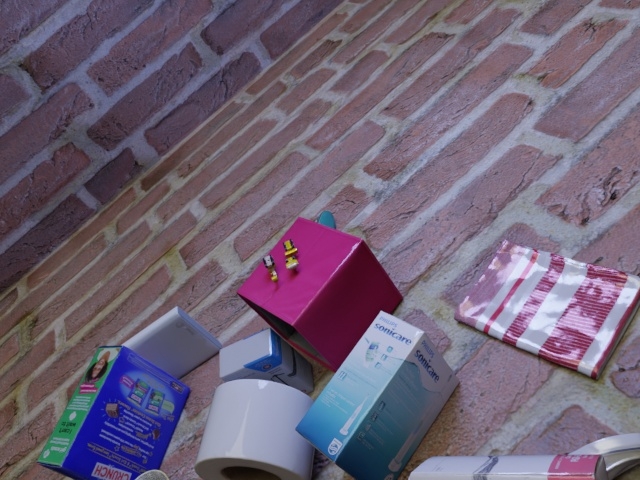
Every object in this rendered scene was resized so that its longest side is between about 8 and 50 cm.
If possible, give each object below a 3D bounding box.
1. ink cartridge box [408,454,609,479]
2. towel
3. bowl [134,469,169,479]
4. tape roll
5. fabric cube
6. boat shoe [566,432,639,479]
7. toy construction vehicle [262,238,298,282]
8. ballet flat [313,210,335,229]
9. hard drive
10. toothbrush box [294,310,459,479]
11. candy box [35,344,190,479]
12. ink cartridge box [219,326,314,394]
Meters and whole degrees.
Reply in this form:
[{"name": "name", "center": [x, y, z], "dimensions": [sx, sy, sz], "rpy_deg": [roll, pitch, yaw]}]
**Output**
[{"name": "ink cartridge box", "center": [0.299, 0.447, 0.829], "dimensions": [0.282, 0.117, 0.208], "rpy_deg": [-14, 79, 31]}, {"name": "towel", "center": [0.478, 0.130, 1.150], "dimensions": [0.328, 0.037, 0.237], "rpy_deg": [21, 67, 48]}, {"name": "bowl", "center": [-0.403, 0.653, 1.294], "dimensions": [0.170, 0.080, 0.170], "rpy_deg": [-21, 41, 20]}, {"name": "tape roll", "center": [-0.134, 0.432, 1.168], "dimensions": [0.245, 0.246, 0.169], "rpy_deg": [-16, 44, 26]}, {"name": "fabric cube", "center": [-0.001, 0.136, 1.349], "dimensions": [0.259, 0.254, 0.258], "rpy_deg": [20, 66, 48]}, {"name": "boat shoe", "center": [0.427, 0.404, 0.884], "dimensions": [0.258, 0.095, 0.084], "rpy_deg": [-37, 42, 20]}, {"name": "toy construction vehicle", "center": [-0.089, 0.051, 1.279], "dimensions": [0.085, 0.035, 0.098], "rpy_deg": [-26, 40, -2]}, {"name": "ballet flat", "center": [0.000, 0.000, 1.639], "dimensions": [0.079, 0.076, 0.222], "rpy_deg": [-39, 34, 32]}, {"name": "hard drive", "center": [-0.472, 0.340, 1.561], "dimensions": [0.307, 0.203, 0.040], "rpy_deg": [-34, 37, 6]}, {"name": "toothbrush box", "center": [0.125, 0.330, 1.086], "dimensions": [0.126, 0.216, 0.296], "rpy_deg": [22, 68, 48]}, {"name": "candy box", "center": [-0.525, 0.480, 1.412], "dimensions": [0.122, 0.268, 0.317], "rpy_deg": [-12, 45, 34]}, {"name": "ink cartridge box", "center": [-0.128, 0.318, 1.310], "dimensions": [0.148, 0.203, 0.086], "rpy_deg": [-27, 42, 15]}]
